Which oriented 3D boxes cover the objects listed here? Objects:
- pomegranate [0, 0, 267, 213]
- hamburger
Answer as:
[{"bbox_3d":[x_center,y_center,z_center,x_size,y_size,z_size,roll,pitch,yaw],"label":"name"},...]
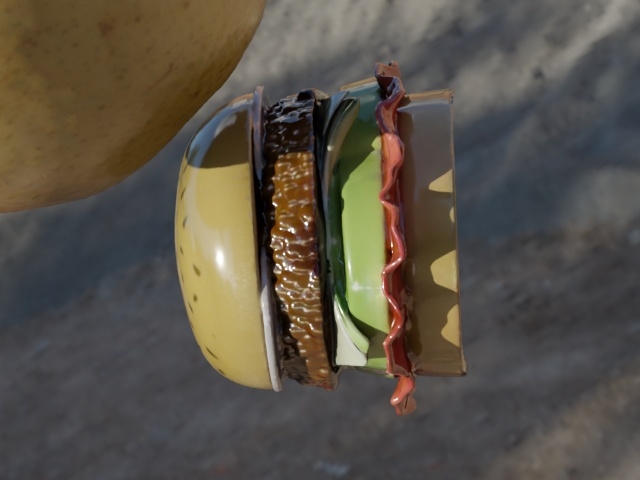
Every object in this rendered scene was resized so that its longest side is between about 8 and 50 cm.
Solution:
[{"bbox_3d":[-0.157,-0.150,0.784,0.319,0.319,0.319,-28,20,11],"label":"pomegranate"},{"bbox_3d":[0.000,0.001,0.887,0.137,0.175,0.175,-4,23,2],"label":"hamburger"}]
